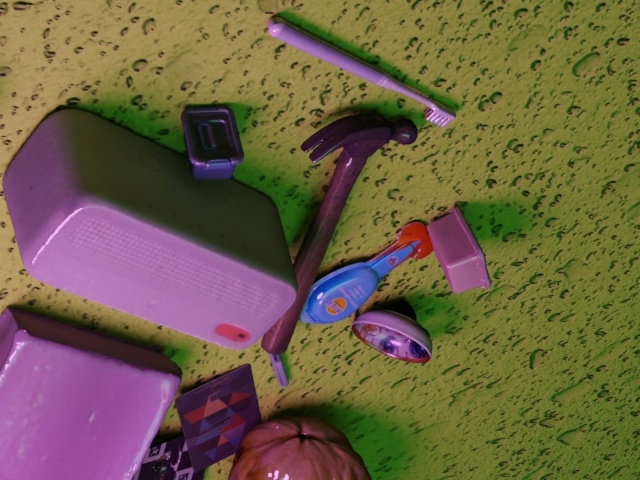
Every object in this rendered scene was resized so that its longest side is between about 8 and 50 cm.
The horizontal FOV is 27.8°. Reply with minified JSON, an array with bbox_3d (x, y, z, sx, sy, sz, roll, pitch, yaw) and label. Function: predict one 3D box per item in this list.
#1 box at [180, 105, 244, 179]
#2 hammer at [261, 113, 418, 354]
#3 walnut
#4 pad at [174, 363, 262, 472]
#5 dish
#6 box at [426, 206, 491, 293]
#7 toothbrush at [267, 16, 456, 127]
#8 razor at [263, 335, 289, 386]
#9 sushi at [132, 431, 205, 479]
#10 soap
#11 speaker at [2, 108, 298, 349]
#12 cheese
[{"bbox_3d":[-0.150,-0.129,1.754,0.074,0.099,0.054,-3,148,-19],"label":"box"},{"bbox_3d":[0.000,0.000,1.934,0.168,0.044,0.440,-3,130,-33],"label":"hammer"},{"bbox_3d":[-0.037,0.428,2.230,0.282,0.227,0.283,-3,130,-3],"label":"walnut"},{"bbox_3d":[-0.168,0.305,2.200,0.143,0.003,0.211,-25,137,-16],"label":"pad"},{"bbox_3d":[0.129,0.136,2.126,0.141,0.078,0.141,22,159,9],"label":"dish"},{"bbox_3d":[0.213,0.019,2.009,0.062,0.122,0.089,-22,136,0],"label":"box"},{"bbox_3d":[0.063,-0.231,1.787,0.342,0.025,0.030,23,123,-37],"label":"toothbrush"},{"bbox_3d":[-0.078,0.176,2.111,0.084,0.036,0.211,-17,135,-2],"label":"razor"},{"bbox_3d":[-0.286,0.412,2.230,0.192,0.050,0.215,-15,130,-43],"label":"sushi"},{"bbox_3d":[-0.398,0.272,1.979,0.296,0.107,0.285,22,103,-35],"label":"soap"},{"bbox_3d":[-0.225,-0.002,1.779,0.406,0.184,0.183,24,119,-36],"label":"speaker"},{"bbox_3d":[0.072,0.056,2.055,0.256,0.037,0.106,-35,136,4],"label":"cheese"}]
